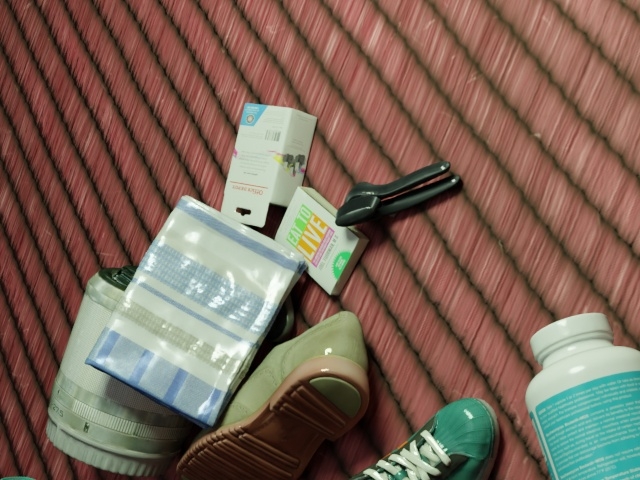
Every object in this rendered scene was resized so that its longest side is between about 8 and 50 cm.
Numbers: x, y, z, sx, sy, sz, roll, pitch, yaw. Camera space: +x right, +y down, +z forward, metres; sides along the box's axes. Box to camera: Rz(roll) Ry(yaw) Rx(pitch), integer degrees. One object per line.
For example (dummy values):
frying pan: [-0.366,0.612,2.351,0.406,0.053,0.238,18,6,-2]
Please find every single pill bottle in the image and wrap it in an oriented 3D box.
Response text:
pill bottle: [0.312,0.216,1.243,0.146,0.146,0.264,-32,61,33]

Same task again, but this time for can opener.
can opener: [0.107,-0.060,1.556,0.186,0.059,0.073,-19,41,28]

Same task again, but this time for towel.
towel: [-0.171,0.096,1.607,0.209,0.034,0.285,29,75,0]

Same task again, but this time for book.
book: [0.000,0.000,1.655,0.144,0.035,0.096,42,113,38]

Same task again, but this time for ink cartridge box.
ink cartridge box: [-0.080,-0.109,1.726,0.104,0.061,0.181,13,89,43]

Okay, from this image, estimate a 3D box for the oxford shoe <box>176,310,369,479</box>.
oxford shoe: [-0.061,0.242,1.615,0.397,0.140,0.146,-38,27,36]

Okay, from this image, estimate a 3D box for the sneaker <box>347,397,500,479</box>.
sneaker: [0.102,0.315,1.428,0.302,0.121,0.108,-54,51,19]

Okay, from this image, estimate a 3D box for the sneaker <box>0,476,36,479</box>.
sneaker: [-0.537,0.496,1.960,0.295,0.124,0.178,-13,77,32]

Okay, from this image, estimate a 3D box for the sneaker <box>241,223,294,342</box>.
sneaker: [-0.128,0.056,1.690,0.087,0.130,0.227,-46,56,27]

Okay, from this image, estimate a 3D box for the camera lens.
camera lens: [-0.277,0.190,1.731,0.219,0.219,0.274,25,98,42]
